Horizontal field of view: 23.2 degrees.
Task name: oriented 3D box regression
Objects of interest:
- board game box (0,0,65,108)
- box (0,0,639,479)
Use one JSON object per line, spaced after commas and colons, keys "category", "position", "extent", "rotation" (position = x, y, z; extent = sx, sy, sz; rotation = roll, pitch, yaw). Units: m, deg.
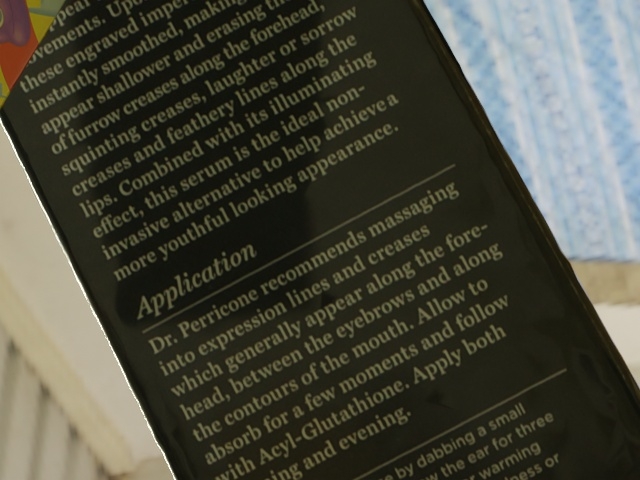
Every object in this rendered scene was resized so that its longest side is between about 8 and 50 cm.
{"category": "board game box", "position": [-0.146, -0.156, 0.503], "extent": [0.144, 0.142, 0.275], "rotation": [58, -146, -34]}
{"category": "box", "position": [0.000, 0.000, 0.855], "extent": [0.395, 0.212, 0.293], "rotation": [63, -177, 10]}
